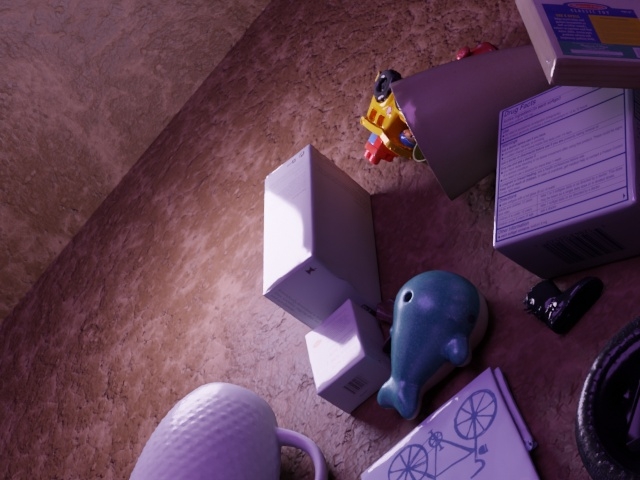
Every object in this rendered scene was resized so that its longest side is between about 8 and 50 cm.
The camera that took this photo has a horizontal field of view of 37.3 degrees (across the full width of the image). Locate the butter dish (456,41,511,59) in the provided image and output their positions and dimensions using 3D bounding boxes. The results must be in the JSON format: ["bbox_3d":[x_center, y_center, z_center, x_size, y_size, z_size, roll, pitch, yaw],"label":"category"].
[{"bbox_3d":[0.339,-0.368,2.034,0.160,0.118,0.160,-44,24,18],"label":"butter dish"}]

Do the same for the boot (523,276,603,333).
[{"bbox_3d":[0.396,0.091,1.562,0.121,0.045,0.099,-50,27,7],"label":"boot"}]

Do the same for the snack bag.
[{"bbox_3d":[0.214,0.405,1.495,0.323,0.037,0.343,-44,31,17],"label":"snack bag"}]

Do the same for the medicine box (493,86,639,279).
[{"bbox_3d":[0.440,-0.116,1.576,0.263,0.149,0.289,-21,50,43],"label":"medicine box"}]

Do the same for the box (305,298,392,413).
[{"bbox_3d":[0.056,0.224,1.849,0.130,0.091,0.170,-42,32,20],"label":"box"}]

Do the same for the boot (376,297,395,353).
[{"bbox_3d":[0.132,0.164,1.858,0.106,0.037,0.114,-45,31,-12],"label":"boot"}]

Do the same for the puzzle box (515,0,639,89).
[{"bbox_3d":[0.535,-0.330,1.512,0.272,0.408,0.052,-93,7,-48],"label":"puzzle box"}]

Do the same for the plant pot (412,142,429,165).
[{"bbox_3d":[0.253,-0.181,2.009,0.083,0.079,0.083,-35,35,29],"label":"plant pot"}]

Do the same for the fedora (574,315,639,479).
[{"bbox_3d":[0.491,0.224,1.176,0.334,0.152,0.334,-35,34,29],"label":"fedora"}]

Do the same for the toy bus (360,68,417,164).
[{"bbox_3d":[0.184,-0.257,2.140,0.212,0.149,0.220,-62,31,11],"label":"toy bus"}]

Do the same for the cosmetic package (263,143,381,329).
[{"bbox_3d":[0.000,0.000,2.043,0.156,0.217,0.385,-35,32,27],"label":"cosmetic package"}]

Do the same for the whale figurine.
[{"bbox_3d":[0.177,0.175,1.680,0.272,0.141,0.216,-59,31,-8],"label":"whale figurine"}]

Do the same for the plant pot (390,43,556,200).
[{"bbox_3d":[0.312,-0.251,1.807,0.274,0.256,0.256,-28,35,11],"label":"plant pot"}]

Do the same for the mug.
[{"bbox_3d":[-0.167,0.452,1.791,0.374,0.276,0.328,1,46,20],"label":"mug"}]
